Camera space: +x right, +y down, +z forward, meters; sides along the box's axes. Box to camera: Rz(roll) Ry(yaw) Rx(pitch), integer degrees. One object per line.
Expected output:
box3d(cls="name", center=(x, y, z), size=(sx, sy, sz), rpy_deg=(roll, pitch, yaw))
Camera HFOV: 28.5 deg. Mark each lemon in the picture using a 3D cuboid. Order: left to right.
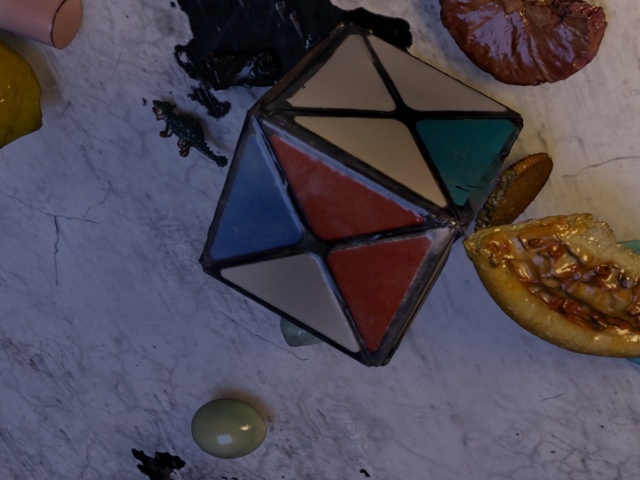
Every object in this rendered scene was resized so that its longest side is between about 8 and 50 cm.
box3d(cls="lemon", center=(-0.543, -0.239, 2.015), size=(0.181, 0.180, 0.193), rpy_deg=(-1, 144, 32))

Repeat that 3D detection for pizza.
box3d(cls="pizza", center=(0.349, 0.063, 1.690), size=(0.365, 0.074, 0.182), rpy_deg=(32, 117, -24))

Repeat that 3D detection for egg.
box3d(cls="egg", center=(-0.172, 0.354, 2.371), size=(0.152, 0.114, 0.114), rpy_deg=(0, 127, 30))

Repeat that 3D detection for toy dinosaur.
box3d(cls="toy dinosaur", center=(-0.206, -0.166, 1.970), size=(0.154, 0.049, 0.055), rpy_deg=(40, 134, 1))

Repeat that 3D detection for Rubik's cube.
box3d(cls="Rubik's cube", center=(0.059, -0.069, 1.700), size=(0.307, 0.310, 0.305), rpy_deg=(28, 129, 7))

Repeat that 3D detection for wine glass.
box3d(cls="wine glass", center=(0.016, 0.139, 2.098), size=(0.155, 0.073, 0.073), rpy_deg=(-6, 125, 30))

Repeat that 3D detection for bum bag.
box3d(cls="bum bag", center=(-0.118, -0.249, 1.851), size=(0.124, 0.034, 0.058), rpy_deg=(3, 120, 29))

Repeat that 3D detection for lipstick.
box3d(cls="lipstick", center=(-0.529, -0.386, 1.937), size=(0.327, 0.087, 0.087), rpy_deg=(22, 136, 13))

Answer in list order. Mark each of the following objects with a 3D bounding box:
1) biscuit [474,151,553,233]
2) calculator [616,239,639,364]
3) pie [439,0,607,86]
box3d(cls="biscuit", center=(0.264, -0.061, 1.726), size=(0.025, 0.126, 0.206), rpy_deg=(47, 148, 18))
box3d(cls="calculator", center=(0.560, 0.108, 1.752), size=(0.386, 0.054, 0.256), rpy_deg=(9, 132, 30))
box3d(cls="pie", center=(0.250, -0.288, 1.577), size=(0.219, 0.054, 0.204), rpy_deg=(44, 136, -10))
